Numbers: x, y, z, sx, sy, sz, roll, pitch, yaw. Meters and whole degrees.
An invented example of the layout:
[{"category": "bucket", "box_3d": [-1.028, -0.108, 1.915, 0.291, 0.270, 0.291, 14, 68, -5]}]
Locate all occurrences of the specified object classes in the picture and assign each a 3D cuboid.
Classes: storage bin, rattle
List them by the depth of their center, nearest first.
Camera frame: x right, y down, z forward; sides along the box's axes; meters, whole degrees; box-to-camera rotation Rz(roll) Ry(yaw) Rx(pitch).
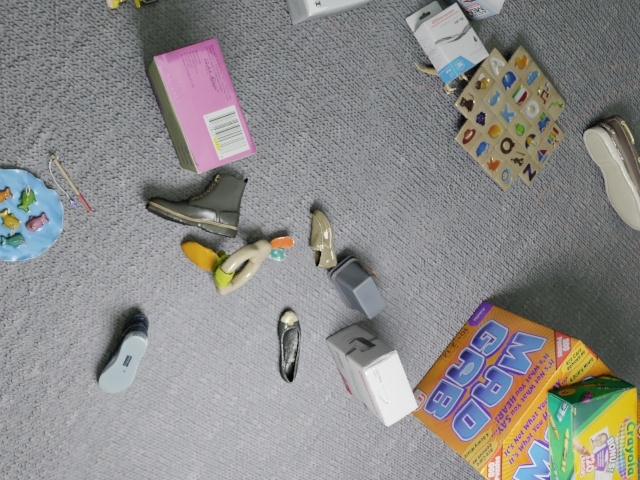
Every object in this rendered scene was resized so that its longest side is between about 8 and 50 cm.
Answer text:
[{"category": "rattle", "box_3d": [-0.179, 0.019, 1.352, 0.200, 0.143, 0.130, -41, 143, -25]}, {"category": "storage bin", "box_3d": [0.099, 0.113, 1.417, 0.098, 0.091, 0.135, -39, 127, -11]}]

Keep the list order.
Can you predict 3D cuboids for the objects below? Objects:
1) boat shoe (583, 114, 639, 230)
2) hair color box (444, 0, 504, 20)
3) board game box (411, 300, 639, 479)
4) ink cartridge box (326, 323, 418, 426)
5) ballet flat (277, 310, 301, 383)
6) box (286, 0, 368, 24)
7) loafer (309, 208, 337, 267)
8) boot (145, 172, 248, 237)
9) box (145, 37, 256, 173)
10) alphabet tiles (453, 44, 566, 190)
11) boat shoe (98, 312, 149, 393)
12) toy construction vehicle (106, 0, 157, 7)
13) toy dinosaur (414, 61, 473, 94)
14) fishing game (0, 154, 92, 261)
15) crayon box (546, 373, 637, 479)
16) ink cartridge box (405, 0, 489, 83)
[{"category": "boat shoe", "box_3d": [0.824, -0.180, 1.639, 0.097, 0.116, 0.324, -33, 103, -9]}, {"category": "hair color box", "box_3d": [0.269, -0.675, 1.353, 0.375, 0.113, 0.185, 26, 90, -21]}, {"category": "board game box", "box_3d": [0.504, 0.427, 1.492, 0.356, 0.356, 0.356, 42, 84, -20]}, {"category": "ink cartridge box", "box_3d": [0.115, 0.304, 1.405, 0.092, 0.218, 0.158, -26, 107, -14]}, {"category": "ballet flat", "box_3d": [-0.068, 0.249, 1.420, 0.058, 0.049, 0.173, -4, 100, -20]}, {"category": "box", "box_3d": [0.013, -0.571, 1.274, 0.182, 0.119, 0.180, -20, 106, -16]}, {"category": "loafer", "box_3d": [0.000, 0.000, 1.399, 0.050, 0.056, 0.148, -21, 105, -22]}, {"category": "boot", "box_3d": [-0.258, -0.095, 1.290, 0.198, 0.077, 0.137, 18, 84, -29]}, {"category": "box", "box_3d": [-0.236, -0.252, 1.170, 0.117, 0.243, 0.213, -23, 105, -15]}, {"category": "alphabet tiles", "box_3d": [0.480, -0.301, 1.521, 0.343, 0.011, 0.285, 37, 86, -30]}, {"category": "boat shoe", "box_3d": [-0.411, 0.241, 1.292, 0.065, 0.083, 0.183, 26, 117, -21]}, {"category": "toy construction vehicle", "box_3d": [-0.380, -0.500, 1.193, 0.098, 0.035, 0.085, -21, 116, -13]}, {"category": "toy dinosaur", "box_3d": [0.304, -0.400, 1.455, 0.183, 0.053, 0.092, -16, 90, -16]}, {"category": "fishing game", "box_3d": [-0.599, -0.049, 1.183, 0.264, 0.041, 0.189, -32, 111, -13]}, {"category": "crayon box", "box_3d": [0.575, 0.440, 1.283, 0.165, 0.081, 0.278, -10, 102, -17]}, {"category": "ink cartridge box", "box_3d": [0.290, -0.468, 1.398, 0.104, 0.060, 0.180, -35, 94, -15]}]
